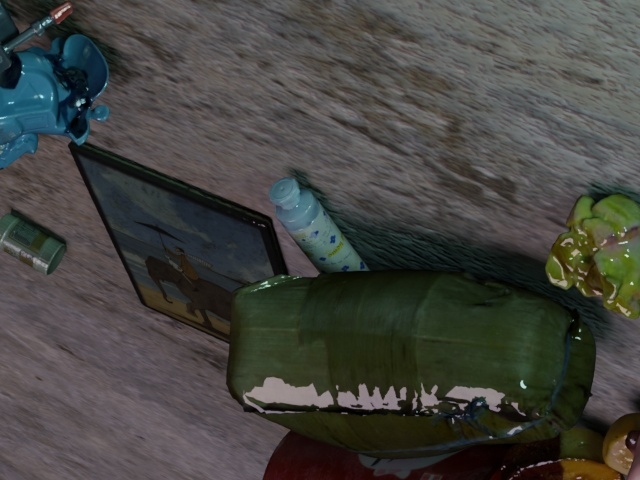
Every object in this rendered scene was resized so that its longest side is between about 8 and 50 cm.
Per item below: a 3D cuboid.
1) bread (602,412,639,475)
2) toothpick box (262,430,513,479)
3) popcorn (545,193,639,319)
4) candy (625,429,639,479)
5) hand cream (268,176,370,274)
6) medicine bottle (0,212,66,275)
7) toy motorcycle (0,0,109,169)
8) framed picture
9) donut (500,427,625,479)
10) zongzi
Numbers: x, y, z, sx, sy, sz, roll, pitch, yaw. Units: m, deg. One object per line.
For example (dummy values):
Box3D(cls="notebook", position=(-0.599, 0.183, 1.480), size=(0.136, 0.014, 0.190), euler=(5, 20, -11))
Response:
Box3D(cls="bread", position=(0.337, 0.204, 1.862), size=(0.115, 0.056, 0.082), euler=(23, 141, 1))
Box3D(cls="toothpick box", position=(0.111, 0.317, 2.177), size=(0.333, 0.204, 0.204), euler=(5, 144, 46))
Box3D(cls="popcorn", position=(0.249, 0.017, 1.587), size=(0.109, 0.089, 0.097), euler=(28, 167, 5))
Box3D(cls="candy", position=(0.395, 0.234, 1.740), size=(0.255, 0.094, 0.255), euler=(15, 143, 12))
Box3D(cls="hand cream", position=(0.000, 0.000, 1.907), size=(0.065, 0.043, 0.170), euler=(3, 145, 35))
Box3D(cls="medicine bottle", position=(-0.363, 0.005, 2.360), size=(0.083, 0.047, 0.047), euler=(29, 156, 7))
Box3D(cls="toy motorcycle", position=(-0.300, -0.157, 1.803), size=(0.123, 0.182, 0.272), euler=(56, 176, 26))
Box3D(cls="framed picture", position=(-0.138, 0.028, 2.168), size=(0.265, 0.016, 0.347), euler=(23, 154, 23))
Box3D(cls="donut", position=(0.252, 0.248, 1.989), size=(0.140, 0.059, 0.140), euler=(0, 141, 0))
Box3D(cls="zongzi", position=(0.145, 0.148, 1.906), size=(0.356, 0.174, 0.393), euler=(1, 161, 33))
